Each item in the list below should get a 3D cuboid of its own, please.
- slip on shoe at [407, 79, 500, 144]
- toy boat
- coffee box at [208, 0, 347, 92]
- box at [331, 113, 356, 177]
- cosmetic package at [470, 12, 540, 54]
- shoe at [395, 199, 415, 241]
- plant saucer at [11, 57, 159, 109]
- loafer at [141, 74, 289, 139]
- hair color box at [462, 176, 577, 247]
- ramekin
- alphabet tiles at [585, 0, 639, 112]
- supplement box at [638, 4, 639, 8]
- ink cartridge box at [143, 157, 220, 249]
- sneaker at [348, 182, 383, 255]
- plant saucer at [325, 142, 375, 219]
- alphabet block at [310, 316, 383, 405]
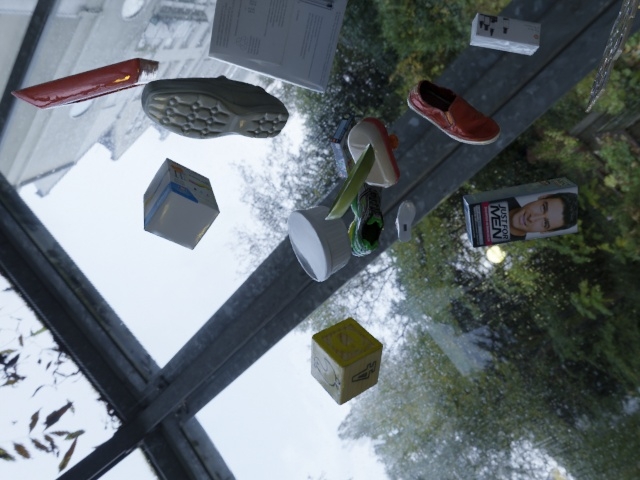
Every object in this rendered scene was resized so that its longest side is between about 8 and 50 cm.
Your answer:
[{"bbox_3d":[0.443,-0.424,1.365,0.331,0.123,0.101,33,169,7],"label":"slip on shoe"},{"bbox_3d":[0.195,-0.296,1.341,0.151,0.151,0.231,19,145,48],"label":"toy boat"},{"bbox_3d":[-0.117,-0.663,1.232,0.338,0.338,0.334,13,-160,-10],"label":"coffee box"},{"bbox_3d":[0.112,-0.403,1.775,0.044,0.159,0.233,16,156,20],"label":"box"},{"bbox_3d":[0.684,-0.764,1.527,0.239,0.099,0.060,8,172,-2],"label":"cosmetic package"},{"bbox_3d":[0.308,-0.085,1.519,0.063,0.178,0.081,-4,-143,1],"label":"shoe"},{"bbox_3d":[-0.504,-0.354,0.938,0.259,0.258,0.048,-117,10,-67],"label":"plant saucer"},{"bbox_3d":[-0.203,-0.267,0.814,0.319,0.112,0.111,-9,-123,-51],"label":"loafer"},{"bbox_3d":[0.751,-0.103,1.566,0.113,0.374,0.185,-74,-28,-65],"label":"hair color box"},{"bbox_3d":[0.000,0.000,1.473,0.127,0.273,0.273,-23,-115,-24],"label":"ramekin"},{"bbox_3d":[0.636,-0.439,0.881,0.011,0.285,0.342,18,-167,23],"label":"alphabet tiles"},{"bbox_3d":[0.863,-0.669,0.916,0.194,0.195,0.356,50,-160,-20],"label":"supplement box"},{"bbox_3d":[-0.455,-0.122,1.336,0.171,0.168,0.233,27,-160,-37],"label":"ink cartridge box"},{"bbox_3d":[0.202,-0.110,1.612,0.134,0.146,0.344,10,-99,-26],"label":"sneaker"},{"bbox_3d":[0.088,-0.153,1.135,0.037,0.241,0.241,30,-152,-3],"label":"plant saucer"},{"bbox_3d":[0.091,0.431,1.492,0.193,0.197,0.192,-20,-144,-32],"label":"alphabet block"}]
